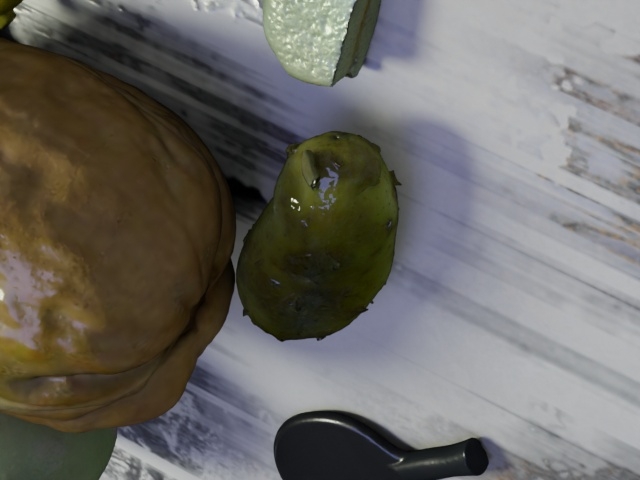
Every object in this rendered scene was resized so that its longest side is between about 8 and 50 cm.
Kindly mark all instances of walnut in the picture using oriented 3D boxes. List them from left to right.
[{"bbox_3d":[-0.239,-0.009,1.332,0.344,0.306,0.306,31,137,17],"label":"walnut"}]

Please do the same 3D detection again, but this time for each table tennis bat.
[{"bbox_3d":[0.051,0.206,1.494,0.236,0.027,0.150,-18,112,44],"label":"table tennis bat"}]

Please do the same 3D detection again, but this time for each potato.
[{"bbox_3d":[0.000,0.000,1.303,0.117,0.090,0.225,1,143,-14],"label":"potato"}]

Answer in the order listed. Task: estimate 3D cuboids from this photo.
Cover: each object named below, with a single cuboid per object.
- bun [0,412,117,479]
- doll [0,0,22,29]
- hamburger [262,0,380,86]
[{"bbox_3d":[-0.302,0.115,1.532,0.283,0.283,0.179,30,102,11],"label":"bun"},{"bbox_3d":[-0.285,-0.244,1.325,0.106,0.062,0.162,-40,101,8],"label":"doll"},{"bbox_3d":[-0.003,-0.174,1.202,0.084,0.054,0.121,32,134,15],"label":"hamburger"}]
